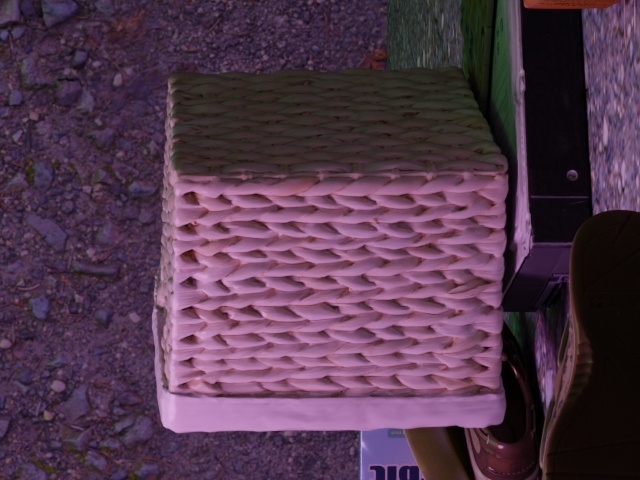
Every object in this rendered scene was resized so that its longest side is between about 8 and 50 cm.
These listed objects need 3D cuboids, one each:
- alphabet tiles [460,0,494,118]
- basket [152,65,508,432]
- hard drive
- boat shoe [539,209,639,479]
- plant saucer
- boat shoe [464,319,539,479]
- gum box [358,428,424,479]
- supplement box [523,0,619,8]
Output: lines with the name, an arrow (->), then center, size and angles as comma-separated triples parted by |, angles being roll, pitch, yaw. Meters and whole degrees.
alphabet tiles -> 0.156, -0.216, 1.986 | 0.198, 0.009, 0.237 | -96, 7, -62
basket -> 0.000, 0.000, 1.900 | 0.328, 0.331, 0.266 | -102, 11, -67
hard drive -> 0.198, -0.122, 1.857 | 0.237, 0.064, 0.339 | 99, 169, -74
boat shoe -> 0.210, 0.122, 1.379 | 0.089, 0.105, 0.285 | 86, -167, -65
plant saucer -> 0.152, 0.238, 2.072 | 0.241, 0.037, 0.241 | 56, -167, -20
boat shoe -> 0.175, 0.135, 2.025 | 0.095, 0.095, 0.257 | 85, 170, -48
gum box -> 0.124, 0.281, 2.354 | 0.041, 0.157, 0.184 | -148, 57, -87
supplement box -> 0.208, -0.227, 1.516 | 0.233, 0.078, 0.080 | 160, 110, -87
